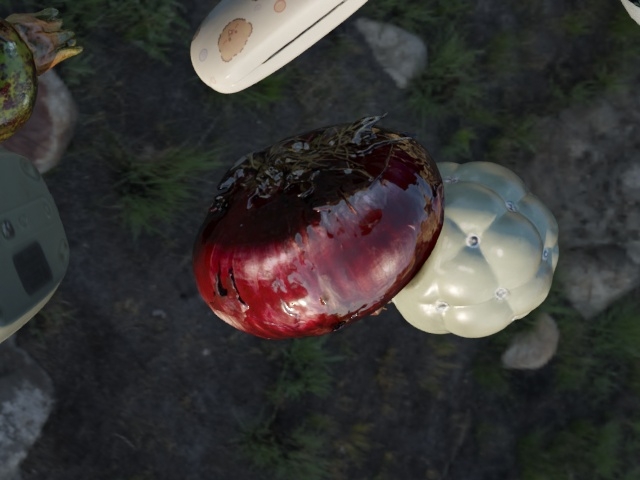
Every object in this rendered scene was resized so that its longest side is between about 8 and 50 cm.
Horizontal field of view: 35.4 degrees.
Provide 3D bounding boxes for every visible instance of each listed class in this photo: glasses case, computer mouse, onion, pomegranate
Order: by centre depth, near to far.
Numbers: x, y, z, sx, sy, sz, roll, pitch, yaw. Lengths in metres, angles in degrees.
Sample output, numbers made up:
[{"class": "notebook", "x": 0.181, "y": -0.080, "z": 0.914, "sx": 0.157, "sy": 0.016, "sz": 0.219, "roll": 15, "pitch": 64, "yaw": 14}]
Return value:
[{"class": "glasses case", "x": -0.017, "y": -0.159, "z": 0.658, "sx": 0.164, "sy": 0.063, "sz": 0.041, "roll": -34, "pitch": 143, "yaw": 16}, {"class": "computer mouse", "x": -0.350, "y": 0.004, "z": 1.006, "sx": 0.331, "sy": 0.095, "sz": 0.197, "roll": -59, "pitch": 134, "yaw": -80}, {"class": "onion", "x": 0.000, "y": 0.000, "z": 1.152, "sx": 0.314, "sy": 0.314, "sz": 0.232, "roll": -40, "pitch": 116, "yaw": -32}, {"class": "pomegranate", "x": -0.493, "y": -0.265, "z": 1.453, "sx": 0.276, "sy": 0.222, "sz": 0.204, "roll": -57, "pitch": 141, "yaw": -12}]

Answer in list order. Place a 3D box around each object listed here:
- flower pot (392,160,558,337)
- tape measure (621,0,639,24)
[{"class": "flower pot", "x": 0.185, "y": 0.011, "z": 1.326, "sx": 0.195, "sy": 0.246, "sz": 0.246, "roll": 8, "pitch": 89, "yaw": -33}, {"class": "tape measure", "x": 0.270, "y": -0.209, "z": 0.636, "sx": 0.107, "sy": 0.181, "sz": 0.182, "roll": 42, "pitch": 72, "yaw": -49}]
